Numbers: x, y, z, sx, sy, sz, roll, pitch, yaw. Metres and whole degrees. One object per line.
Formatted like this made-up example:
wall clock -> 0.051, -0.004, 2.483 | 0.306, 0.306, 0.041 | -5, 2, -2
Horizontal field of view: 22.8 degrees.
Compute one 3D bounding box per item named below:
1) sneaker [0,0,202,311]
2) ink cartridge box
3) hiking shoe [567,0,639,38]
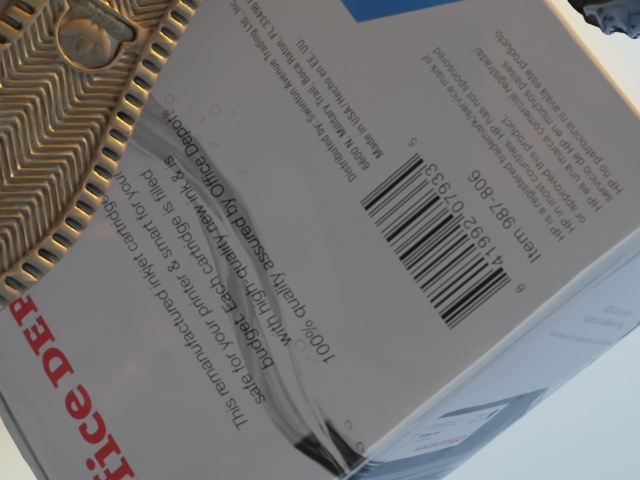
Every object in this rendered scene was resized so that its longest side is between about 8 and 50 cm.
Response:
sneaker -> -0.141, -0.065, 0.714 | 0.282, 0.099, 0.153 | -58, -161, -17
ink cartridge box -> 0.000, 0.000, 0.922 | 0.395, 0.285, 0.166 | -40, 158, 17
hiking shoe -> 0.093, -0.171, 0.448 | 0.086, 0.114, 0.227 | 14, 93, -68
